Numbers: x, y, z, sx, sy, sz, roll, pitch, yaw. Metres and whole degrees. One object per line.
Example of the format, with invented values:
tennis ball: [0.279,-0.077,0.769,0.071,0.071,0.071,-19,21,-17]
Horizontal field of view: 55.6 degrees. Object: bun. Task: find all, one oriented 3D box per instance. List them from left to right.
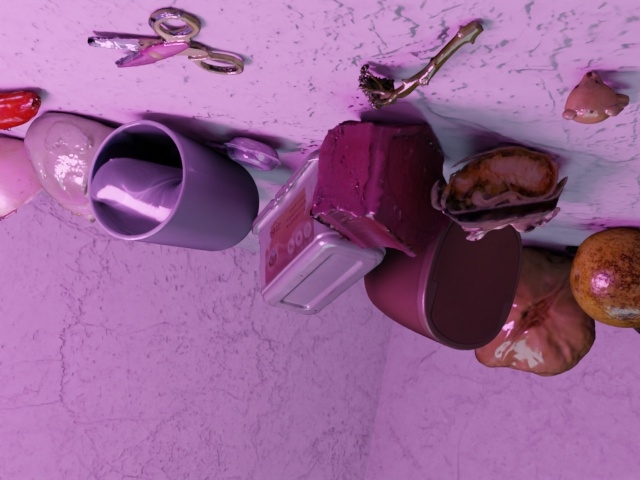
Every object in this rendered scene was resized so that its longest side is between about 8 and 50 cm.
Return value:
bun: [-0.468,-0.133,1.247,0.293,0.187,0.293,12,170,2]

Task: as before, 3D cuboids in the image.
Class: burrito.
burrito: [0.278,-0.064,0.906,0.175,0.107,0.347,-24,166,17]

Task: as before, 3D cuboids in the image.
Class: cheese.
cheese: [-0.135,-0.157,1.092,0.105,0.042,0.191,20,177,-34]

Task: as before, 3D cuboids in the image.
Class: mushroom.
mushroom: [-0.747,-0.199,1.487,0.162,0.173,0.236,-25,-148,5]

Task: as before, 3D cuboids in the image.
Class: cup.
cup: [-0.258,-0.087,1.154,0.205,0.206,0.312,8,177,22]

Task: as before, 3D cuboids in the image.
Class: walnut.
walnut: [0.526,0.174,1.577,0.383,0.384,0.383,11,173,1]

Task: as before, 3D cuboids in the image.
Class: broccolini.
broccolini: [0.098,-0.169,0.624,0.054,0.052,0.194,11,173,-28]

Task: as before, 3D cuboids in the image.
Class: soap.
soap: [0.100,-0.072,0.864,0.112,0.182,0.289,8,168,28]

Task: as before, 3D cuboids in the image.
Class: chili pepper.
chili pepper: [-0.541,-0.238,1.071,0.168,0.065,0.088,-1,-178,38]

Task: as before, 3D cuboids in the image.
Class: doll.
doll: [0.278,-0.133,0.615,0.061,0.051,0.093,-2,167,35]

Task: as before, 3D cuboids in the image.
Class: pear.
pear: [0.578,0.075,1.150,0.197,0.197,0.197,11,173,1]

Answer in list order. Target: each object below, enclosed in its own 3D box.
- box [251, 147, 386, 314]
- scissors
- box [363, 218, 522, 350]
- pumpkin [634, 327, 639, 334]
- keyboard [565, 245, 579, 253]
box: [0.000,0.000,1.104,0.175,0.183,0.312,16,143,-24]
scissors: [-0.196,-0.230,0.727,0.187,0.020,0.133,5,167,28]
box: [0.241,0.061,1.246,0.301,0.301,0.216,17,175,-37]
pumpkin: [0.838,0.147,1.320,0.320,0.192,0.320,9,173,1]
keyboard: [0.678,0.043,1.470,0.204,0.013,0.061,16,172,-33]
